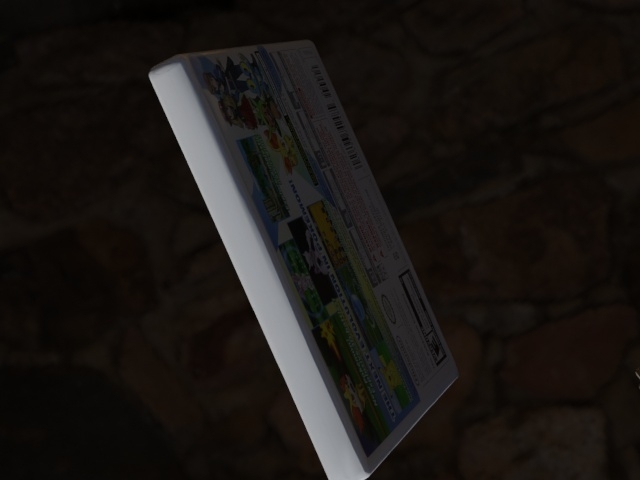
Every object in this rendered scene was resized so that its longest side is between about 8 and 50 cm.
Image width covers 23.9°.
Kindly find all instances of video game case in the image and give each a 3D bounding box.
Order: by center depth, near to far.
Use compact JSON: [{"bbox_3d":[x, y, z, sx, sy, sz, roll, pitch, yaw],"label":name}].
[{"bbox_3d":[0.000,0.000,1.202,0.036,0.329,0.300,-23,-178,20],"label":"video game case"}]

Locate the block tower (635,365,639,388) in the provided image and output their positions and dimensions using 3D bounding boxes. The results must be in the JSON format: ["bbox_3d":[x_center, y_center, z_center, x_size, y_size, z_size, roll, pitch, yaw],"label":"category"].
[{"bbox_3d":[0.336,0.158,0.913,0.091,0.335,0.097,-47,-169,9],"label":"block tower"}]
